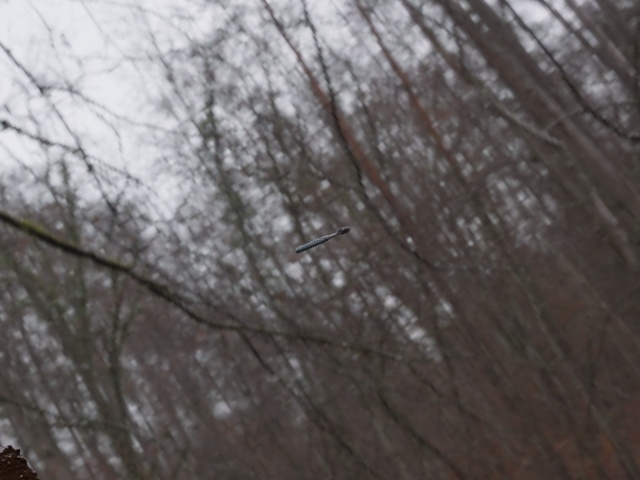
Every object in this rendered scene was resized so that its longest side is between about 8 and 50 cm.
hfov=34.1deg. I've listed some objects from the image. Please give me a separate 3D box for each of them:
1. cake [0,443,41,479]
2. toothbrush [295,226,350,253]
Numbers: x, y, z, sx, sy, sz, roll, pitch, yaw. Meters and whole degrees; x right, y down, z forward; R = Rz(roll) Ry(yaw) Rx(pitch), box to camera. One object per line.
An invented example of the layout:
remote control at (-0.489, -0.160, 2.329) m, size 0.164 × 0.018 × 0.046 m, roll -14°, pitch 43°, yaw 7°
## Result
cake at (-0.566, 0.447, 1.783) m, size 0.147 × 0.135 × 0.134 m, roll -29°, pitch 10°, yaw 39°
toothbrush at (0.000, 0.000, 1.867) m, size 0.014 × 0.011 × 0.167 m, roll -1°, pitch -13°, yaw -35°
